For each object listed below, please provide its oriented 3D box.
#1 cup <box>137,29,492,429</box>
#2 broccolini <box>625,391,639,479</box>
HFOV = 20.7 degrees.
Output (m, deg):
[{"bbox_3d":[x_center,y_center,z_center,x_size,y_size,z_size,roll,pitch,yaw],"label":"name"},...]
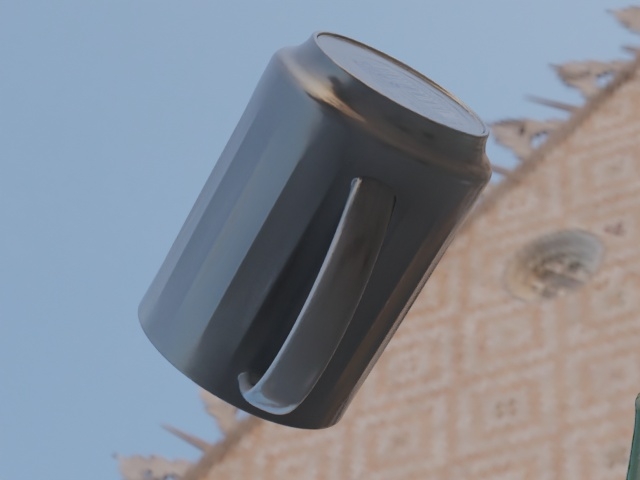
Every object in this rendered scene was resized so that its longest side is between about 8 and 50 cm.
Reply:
[{"bbox_3d":[0.000,0.000,1.652,0.237,0.323,0.326,27,-72,-13],"label":"cup"},{"bbox_3d":[0.236,-0.015,0.967,0.079,0.074,0.392,64,-141,-58],"label":"broccolini"}]
